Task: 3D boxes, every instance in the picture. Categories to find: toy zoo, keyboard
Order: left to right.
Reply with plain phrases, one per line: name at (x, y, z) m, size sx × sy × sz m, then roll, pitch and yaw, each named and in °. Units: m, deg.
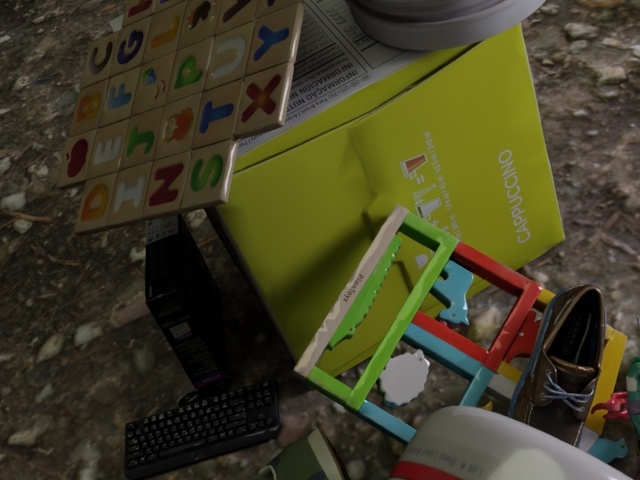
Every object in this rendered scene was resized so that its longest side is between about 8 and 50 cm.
keyboard at (-0.131, 0.194, 1.185) m, size 0.180 × 0.023 × 0.108 m, roll -18°, pitch 38°, yaw 9°
toy zoo at (0.147, 0.118, 0.990) m, size 0.293 × 0.030 × 0.192 m, roll 30°, pitch 73°, yaw 7°

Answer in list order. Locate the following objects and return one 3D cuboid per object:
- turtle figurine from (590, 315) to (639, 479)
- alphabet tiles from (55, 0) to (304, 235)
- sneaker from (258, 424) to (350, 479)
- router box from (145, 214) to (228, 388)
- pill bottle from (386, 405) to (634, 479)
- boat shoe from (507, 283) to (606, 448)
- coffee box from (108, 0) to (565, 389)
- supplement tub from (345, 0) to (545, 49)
turtle figurine at (0.314, 0.178, 0.886) m, size 0.175 × 0.118 × 0.234 m, roll 16°, pitch 40°, yaw -14°
alphabet tiles at (-0.139, -0.152, 1.017) m, size 0.342 × 0.011 × 0.285 m, roll -10°, pitch 65°, yaw 45°
sneaker at (-0.006, 0.260, 1.008) m, size 0.086 × 0.064 × 0.192 m, roll -29°, pitch 34°, yaw 0°
router box at (-0.155, 0.063, 1.245) m, size 0.046 × 0.133 × 0.179 m, roll -21°, pitch 31°, yaw 4°
pill bottle at (0.074, 0.335, 0.711) m, size 0.229 × 0.229 × 0.408 m, roll 18°, pitch 67°, yaw 41°
boat shoe at (0.207, 0.122, 0.939) m, size 0.066 × 0.066 × 0.183 m, roll 13°, pitch 72°, yaw 1°
coffee box at (0.022, -0.116, 1.184) m, size 0.338 × 0.338 × 0.334 m, roll -29°, pitch 44°, yaw -6°
supplement tub at (0.080, -0.352, 0.901) m, size 0.241 × 0.331 × 0.241 m, roll -11°, pitch 46°, yaw 11°
